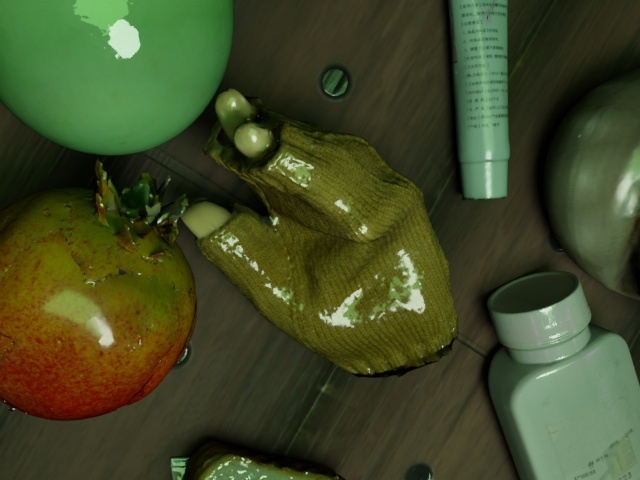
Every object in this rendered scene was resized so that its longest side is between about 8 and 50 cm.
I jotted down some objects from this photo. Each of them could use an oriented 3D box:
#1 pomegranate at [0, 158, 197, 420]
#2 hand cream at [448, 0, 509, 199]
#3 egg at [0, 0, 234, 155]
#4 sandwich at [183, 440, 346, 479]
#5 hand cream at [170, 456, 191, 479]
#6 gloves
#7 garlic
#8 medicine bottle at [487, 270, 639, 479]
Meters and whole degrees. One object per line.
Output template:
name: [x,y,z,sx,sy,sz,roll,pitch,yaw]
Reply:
pomegranate: [-0.207,0.043,0.657,0.210,0.210,0.235,27,103,-17]
hand cream: [0.172,-0.209,0.802,0.085,0.058,0.331,-5,99,-13]
egg: [-0.183,-0.205,0.619,0.220,0.220,0.269,-8,94,-14]
sandwich: [-0.075,0.332,0.787,0.186,0.065,0.214,23,81,-23]
hand cream: [-0.135,0.340,0.813,0.052,0.038,0.216,0,93,-40]
gloves: [0.005,-0.005,0.729,0.203,0.155,0.356,-20,130,24]
garlic: [0.380,-0.021,0.850,0.246,0.231,0.340,-51,135,-49]
medicine bottle: [0.287,0.189,0.868,0.161,0.111,0.296,-26,106,-12]
